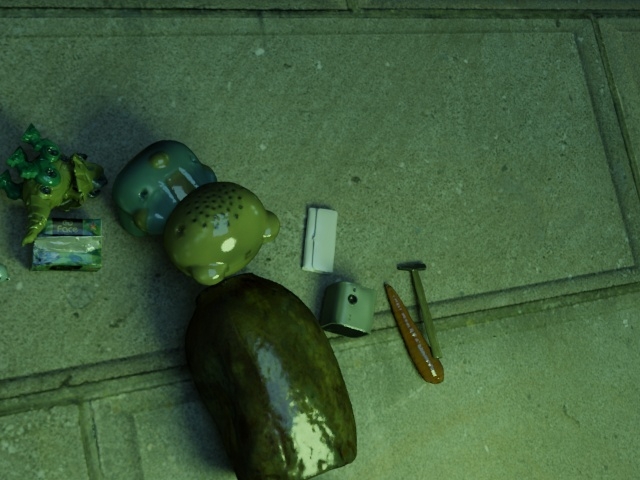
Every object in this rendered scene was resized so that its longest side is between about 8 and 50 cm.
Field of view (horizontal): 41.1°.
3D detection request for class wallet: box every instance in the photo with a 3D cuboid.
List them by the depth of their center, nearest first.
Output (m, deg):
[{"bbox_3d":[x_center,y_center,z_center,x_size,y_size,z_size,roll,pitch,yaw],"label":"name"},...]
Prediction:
[{"bbox_3d":[0.000,0.000,1.614,0.061,0.025,0.122,10,73,-16],"label":"wallet"}]

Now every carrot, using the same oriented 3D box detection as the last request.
[{"bbox_3d":[0.175,0.179,1.642,0.048,0.048,0.216,-25,84,-28],"label":"carrot"}]

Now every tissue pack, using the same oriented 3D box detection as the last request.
[{"bbox_3d":[-0.412,0.005,1.388,0.111,0.079,0.085,2,76,-25],"label":"tissue pack"}]

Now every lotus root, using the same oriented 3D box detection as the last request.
[{"bbox_3d":[-0.087,0.225,1.401,0.250,0.250,0.346,-22,85,-28],"label":"lotus root"}]

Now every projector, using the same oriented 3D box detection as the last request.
[{"bbox_3d":[0.051,0.129,1.570,0.083,0.083,0.082,18,70,-21],"label":"projector"}]

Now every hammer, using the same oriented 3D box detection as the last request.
[{"bbox_3d":[0.199,0.135,1.652,0.062,0.013,0.199,0,63,-25],"label":"hammer"}]

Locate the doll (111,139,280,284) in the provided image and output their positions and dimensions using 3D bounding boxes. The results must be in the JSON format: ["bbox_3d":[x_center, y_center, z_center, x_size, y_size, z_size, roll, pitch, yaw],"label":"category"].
[{"bbox_3d":[-0.205,-0.044,1.400,0.260,0.162,0.177,39,58,24],"label":"doll"}]

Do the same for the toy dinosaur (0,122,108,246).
[{"bbox_3d":[-0.445,-0.084,1.359,0.153,0.094,0.259,34,34,-10],"label":"toy dinosaur"}]

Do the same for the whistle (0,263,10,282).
[{"bbox_3d":[-0.537,0.040,1.347,0.100,0.035,0.035,29,66,-14],"label":"whistle"}]
